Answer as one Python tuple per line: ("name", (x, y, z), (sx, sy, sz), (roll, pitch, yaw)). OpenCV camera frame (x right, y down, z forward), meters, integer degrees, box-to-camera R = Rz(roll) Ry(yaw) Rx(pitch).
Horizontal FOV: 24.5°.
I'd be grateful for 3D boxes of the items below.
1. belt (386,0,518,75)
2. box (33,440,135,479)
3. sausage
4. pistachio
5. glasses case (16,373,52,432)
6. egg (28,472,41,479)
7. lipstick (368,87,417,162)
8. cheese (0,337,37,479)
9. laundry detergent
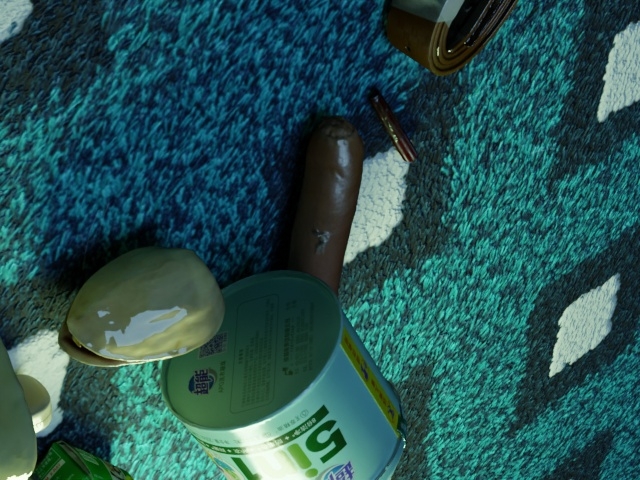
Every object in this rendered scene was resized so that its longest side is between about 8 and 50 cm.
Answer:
("belt", (0.200, -0.367, 2.093), (0.184, 0.105, 0.261), (9, 117, -55))
("box", (-0.386, 0.423, 2.139), (0.250, 0.103, 0.180), (-51, 147, -4))
("sausage", (0.000, 0.000, 2.206), (0.094, 0.094, 0.419), (-8, 129, -25))
("pistachio", (-0.238, 0.092, 1.953), (0.229, 0.157, 0.157), (-19, 135, -30))
("glasses case", (-0.442, 0.241, 1.916), (0.196, 0.083, 0.050), (-25, 138, -32))
("egg", (-0.450, 0.378, 1.982), (0.181, 0.141, 0.141), (-31, 142, -15))
("lipstick", (0.109, -0.173, 2.234), (0.027, 0.027, 0.176), (-47, 145, -7))
("cheese", (-0.475, 0.099, 1.604), (0.104, 0.384, 0.384), (-8, 127, -53))
("laundry detergent", (-0.039, 0.246, 2.158), (0.287, 0.287, 0.305), (-43, 131, -14))
